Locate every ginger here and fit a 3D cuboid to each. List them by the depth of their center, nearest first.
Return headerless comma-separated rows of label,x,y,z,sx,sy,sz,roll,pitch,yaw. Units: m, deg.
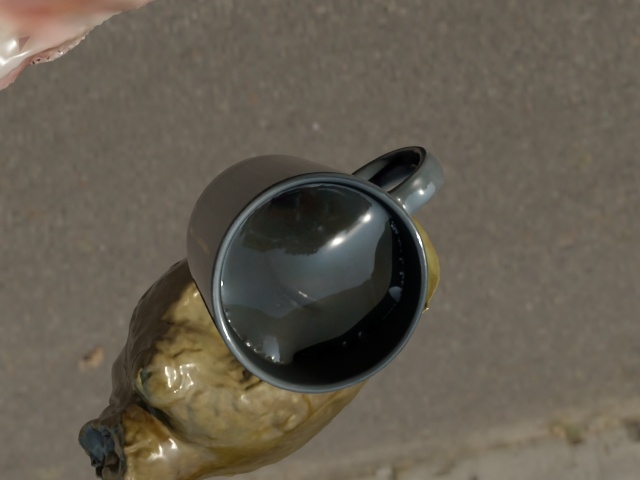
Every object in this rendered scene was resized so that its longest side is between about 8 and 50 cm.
ginger,-0.058,0.083,1.026,0.219,0.123,0.270,-35,170,-39

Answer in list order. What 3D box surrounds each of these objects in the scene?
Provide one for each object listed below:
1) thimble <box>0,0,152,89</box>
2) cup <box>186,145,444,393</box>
thimble,-0.131,-0.163,0.495,0.239,0.239,0.162,-20,148,17
cup,0.000,0.000,0.637,0.100,0.077,0.078,-38,109,-4
